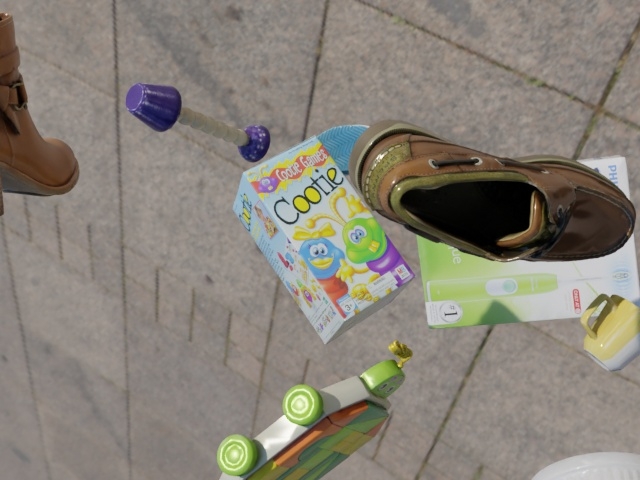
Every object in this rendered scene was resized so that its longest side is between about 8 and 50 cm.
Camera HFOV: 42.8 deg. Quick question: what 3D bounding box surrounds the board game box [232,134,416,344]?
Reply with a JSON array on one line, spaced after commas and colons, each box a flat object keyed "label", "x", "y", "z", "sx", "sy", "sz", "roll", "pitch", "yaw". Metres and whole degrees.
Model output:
[{"label": "board game box", "x": 0.000, "y": 0.000, "z": 1.294, "sx": 0.275, "sy": 0.142, "sz": 0.144, "roll": 55, "pitch": 157, "yaw": 11}]

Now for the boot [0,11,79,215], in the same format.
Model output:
[{"label": "boot", "x": -0.255, "y": -0.107, "z": 0.666, "sx": 0.072, "sy": 0.197, "sz": 0.152, "roll": 4, "pitch": 107, "yaw": 6}]

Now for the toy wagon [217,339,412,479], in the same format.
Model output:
[{"label": "toy wagon", "x": 0.007, "y": 0.280, "z": 1.228, "sx": 0.068, "sy": 0.344, "sz": 0.267, "roll": 55, "pitch": -173, "yaw": 27}]

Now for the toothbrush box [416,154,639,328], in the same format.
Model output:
[{"label": "toothbrush box", "x": 0.283, "y": 0.002, "z": 1.133, "sx": 0.283, "sy": 0.122, "sz": 0.206, "roll": -6, "pitch": 95, "yaw": 17}]

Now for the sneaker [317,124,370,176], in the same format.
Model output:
[{"label": "sneaker", "x": 0.019, "y": -0.145, "z": 1.435, "sx": 0.228, "sy": 0.092, "sz": 0.087, "roll": -19, "pitch": 92, "yaw": 31}]

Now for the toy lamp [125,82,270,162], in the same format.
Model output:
[{"label": "toy lamp", "x": -0.201, "y": -0.195, "z": 1.359, "sx": 0.080, "sy": 0.274, "sz": 0.080, "roll": -13, "pitch": 70, "yaw": 39}]

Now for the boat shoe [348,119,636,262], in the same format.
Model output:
[{"label": "boat shoe", "x": 0.174, "y": -0.021, "z": 0.747, "sx": 0.104, "sy": 0.307, "sz": 0.111, "roll": -120, "pitch": 44, "yaw": -57}]

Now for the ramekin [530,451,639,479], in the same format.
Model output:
[{"label": "ramekin", "x": 0.402, "y": 0.396, "z": 1.150, "sx": 0.207, "sy": 0.109, "sz": 0.207, "roll": 2, "pitch": 137, "yaw": 2}]

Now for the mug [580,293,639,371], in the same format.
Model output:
[{"label": "mug", "x": 0.296, "y": 0.094, "z": 0.832, "sx": 0.078, "sy": 0.064, "sz": 0.062, "roll": 41, "pitch": 180, "yaw": 6}]
